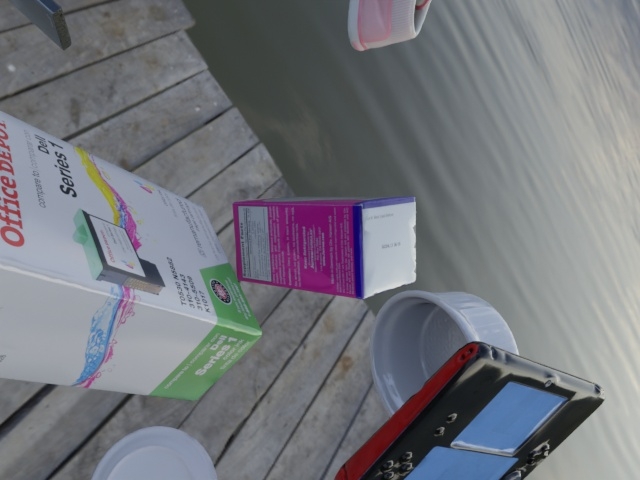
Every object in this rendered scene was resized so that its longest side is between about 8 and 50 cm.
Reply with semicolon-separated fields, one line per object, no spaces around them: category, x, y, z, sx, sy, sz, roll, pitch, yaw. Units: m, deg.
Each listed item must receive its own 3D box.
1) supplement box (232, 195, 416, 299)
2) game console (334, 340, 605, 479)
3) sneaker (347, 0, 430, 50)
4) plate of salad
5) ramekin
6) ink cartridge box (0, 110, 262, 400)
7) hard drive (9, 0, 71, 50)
supplement box;0.000;0.000;0.738;0.111;0.219;0.114;-10;102;-47
game console;0.237;0.316;0.887;0.386;0.342;0.060;23;26;-38
sneaker;0.063;-0.231;0.485;0.051;0.070;0.135;-4;98;-63
plate of salad;-0.246;0.380;0.851;0.048;0.199;0.200;78;9;-66
ramekin;0.227;0.222;1.055;0.135;0.277;0.278;-5;76;-34
ink cartridge box;-0.214;0.020;0.527;0.278;0.117;0.201;27;24;-49
hard drive;-0.448;-0.370;0.892;0.135;0.094;0.022;42;69;0
